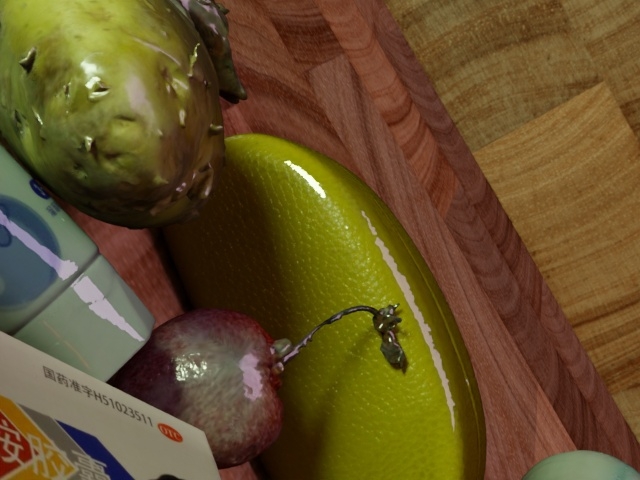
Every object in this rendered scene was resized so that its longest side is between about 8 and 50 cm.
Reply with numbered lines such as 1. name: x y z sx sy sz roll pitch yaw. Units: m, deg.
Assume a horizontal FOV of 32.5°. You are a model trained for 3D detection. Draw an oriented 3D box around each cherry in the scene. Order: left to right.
1. cherry: -0.033 0.094 0.737 0.226 0.090 0.107 -5 57 -23

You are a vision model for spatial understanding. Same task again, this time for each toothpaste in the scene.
1. toothpaste: -0.241 -0.064 0.596 0.371 0.080 0.125 49 24 -11

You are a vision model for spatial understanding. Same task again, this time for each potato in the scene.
1. potato: -0.139 -0.101 0.690 0.191 0.141 0.296 58 -4 -30

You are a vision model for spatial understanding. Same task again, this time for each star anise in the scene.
1. star anise: -0.164 -0.230 1.003 0.288 0.088 0.288 33 41 -34

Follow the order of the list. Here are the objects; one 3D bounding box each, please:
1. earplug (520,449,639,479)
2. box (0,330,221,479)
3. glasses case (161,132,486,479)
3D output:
1. earplug: 0.268 0.373 1.173 0.185 0.185 0.324 61 24 -2
2. box: -0.148 0.122 0.466 0.353 0.069 0.214 41 14 -45
3. glasses case: 0.017 0.080 0.889 0.371 0.173 0.141 64 17 11
